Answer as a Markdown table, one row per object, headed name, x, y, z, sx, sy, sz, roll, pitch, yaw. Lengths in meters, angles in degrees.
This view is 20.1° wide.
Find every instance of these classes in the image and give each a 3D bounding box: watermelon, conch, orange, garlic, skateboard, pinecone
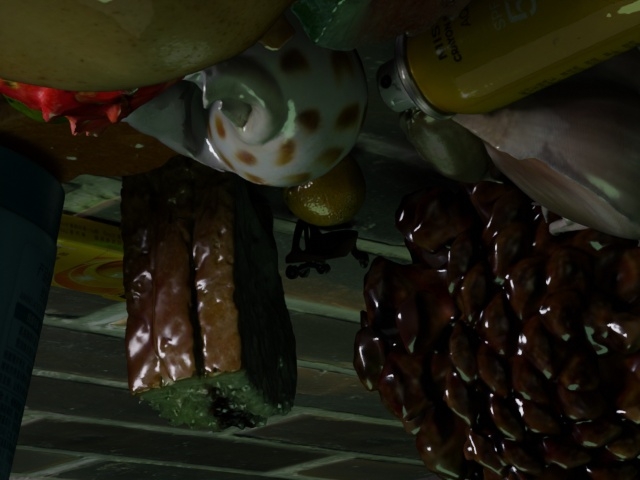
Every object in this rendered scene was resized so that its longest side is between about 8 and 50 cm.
| name | x | y | z | sx | sy | sz | roll | pitch | yaw |
| --- | --- | --- | --- | --- | --- | --- | --- | --- | --- |
| watermelon | 0.059 | -0.215 | 1.314 | 0.094 | 0.154 | 0.241 | -15 | 173 | 34 |
| conch | -0.049 | -0.128 | 1.507 | 0.182 | 0.149 | 0.275 | 12 | 164 | 19 |
| orange | 0.000 | -0.056 | 1.851 | 0.095 | 0.085 | 0.085 | 0 | 165 | -43 |
| garlic | 0.196 | -0.086 | 1.600 | 0.237 | 0.210 | 0.292 | -22 | 147 | 31 |
| skateboard | 0.000 | 0.000 | 2.065 | 0.067 | 0.080 | 0.151 | -4 | -178 | 22 |
| pinecone | 0.218 | 0.086 | 1.900 | 0.397 | 0.398 | 0.398 | -3 | 163 | -1 |

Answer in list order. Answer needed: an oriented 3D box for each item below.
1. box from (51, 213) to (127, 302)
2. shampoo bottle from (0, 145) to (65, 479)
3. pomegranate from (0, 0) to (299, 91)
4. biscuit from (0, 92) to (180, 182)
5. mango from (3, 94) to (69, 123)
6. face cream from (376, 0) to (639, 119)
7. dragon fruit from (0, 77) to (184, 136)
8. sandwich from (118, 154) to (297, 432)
| name | x | y | z | sx | sy | sz | roll | pitch | yaw |
| --- | --- | --- | --- | --- | --- | --- | --- | --- | --- |
| box | -0.264 | 0.022 | 2.124 | 0.269 | 0.043 | 0.152 | 14 | 156 | -43 |
| shampoo bottle | -0.434 | 0.087 | 1.714 | 0.331 | 0.343 | 0.331 | 8 | 165 | 2 |
| pomegranate | -0.117 | -0.217 | 0.983 | 0.319 | 0.319 | 0.319 | -3 | 163 | -1 |
| biscuit | -0.204 | -0.113 | 1.695 | 0.334 | 0.047 | 0.202 | -15 | 158 | 35 |
| mango | -0.205 | -0.163 | 1.462 | 0.119 | 0.100 | 0.178 | -42 | 175 | -29 |
| face cream | 0.188 | -0.181 | 1.403 | 0.348 | 0.105 | 0.105 | -23 | 154 | 36 |
| dragon fruit | -0.192 | -0.191 | 1.221 | 0.268 | 0.210 | 0.205 | 24 | 167 | -14 |
| sandwich | -0.112 | 0.065 | 1.922 | 0.131 | 0.262 | 0.325 | -7 | 162 | 8 |
